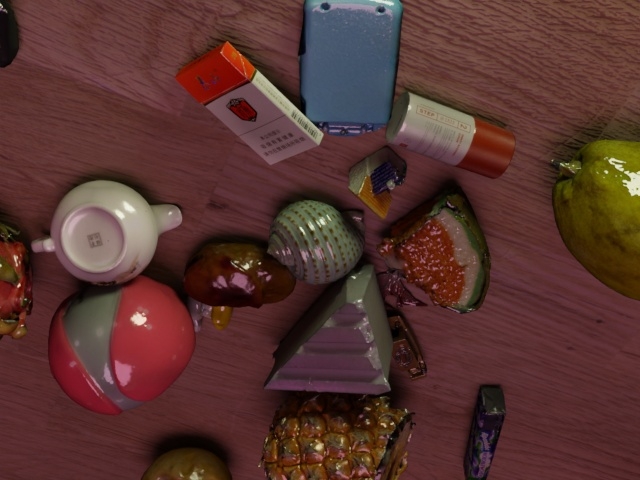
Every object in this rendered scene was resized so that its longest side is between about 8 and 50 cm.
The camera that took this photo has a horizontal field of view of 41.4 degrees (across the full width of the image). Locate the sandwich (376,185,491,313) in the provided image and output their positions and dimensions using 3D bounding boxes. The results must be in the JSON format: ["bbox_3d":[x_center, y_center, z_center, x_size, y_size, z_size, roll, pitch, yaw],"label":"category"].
[{"bbox_3d":[0.239,0.022,1.687,0.212,0.109,0.292,-23,124,26],"label":"sandwich"}]

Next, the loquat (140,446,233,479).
[{"bbox_3d":[-0.331,0.627,2.113,0.244,0.243,0.243,0,129,0],"label":"loquat"}]

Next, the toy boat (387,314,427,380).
[{"bbox_3d":[0.187,0.243,1.881,0.057,0.077,0.200,-19,127,13],"label":"toy boat"}]

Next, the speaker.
[{"bbox_3d":[-0.394,0.202,1.710,0.295,0.294,0.294,0,129,0],"label":"speaker"}]

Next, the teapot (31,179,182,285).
[{"bbox_3d":[-0.423,-0.015,1.633,0.298,0.139,0.204,-6,102,8],"label":"teapot"}]

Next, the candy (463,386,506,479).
[{"bbox_3d":[0.397,0.487,2.076,0.061,0.088,0.312,4,130,2],"label":"candy"}]

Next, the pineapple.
[{"bbox_3d":[0.038,0.492,1.914,0.300,0.352,0.352,15,134,24],"label":"pineapple"}]

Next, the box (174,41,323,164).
[{"bbox_3d":[-0.123,-0.234,1.484,0.139,0.035,0.245,-15,134,44],"label":"box"}]

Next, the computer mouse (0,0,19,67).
[{"bbox_3d":[-0.552,-0.358,1.399,0.099,0.057,0.172,2,141,-4],"label":"computer mouse"}]

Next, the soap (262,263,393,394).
[{"bbox_3d":[-0.008,0.181,1.753,0.302,0.159,0.257,-3,127,20],"label":"soap"}]

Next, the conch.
[{"bbox_3d":[-0.003,0.001,1.633,0.200,0.131,0.172,-19,90,5],"label":"conch"}]

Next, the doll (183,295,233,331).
[{"bbox_3d":[-0.247,0.153,1.817,0.113,0.071,0.135,27,129,-11],"label":"doll"}]

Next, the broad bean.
[{"bbox_3d":[-0.164,0.079,1.717,0.229,0.122,0.156,10,127,-4],"label":"broad bean"}]

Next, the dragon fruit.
[{"bbox_3d":[-0.689,0.089,1.642,0.250,0.269,0.291,-27,121,32],"label":"dragon fruit"}]

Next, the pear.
[{"bbox_3d":[0.574,-0.048,1.531,0.375,0.287,0.287,31,124,-3],"label":"pear"}]

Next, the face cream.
[{"bbox_3d":[0.232,-0.186,1.516,0.214,0.095,0.095,18,127,-15],"label":"face cream"}]

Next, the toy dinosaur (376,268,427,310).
[{"bbox_3d":[0.141,0.105,1.798,0.220,0.032,0.108,20,124,-19],"label":"toy dinosaur"}]

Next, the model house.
[{"bbox_3d":[0.114,-0.103,1.581,0.101,0.100,0.088,-34,122,24],"label":"model house"}]

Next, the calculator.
[{"bbox_3d":[0.047,-0.304,1.446,0.173,0.051,0.293,3,130,0],"label":"calculator"}]
